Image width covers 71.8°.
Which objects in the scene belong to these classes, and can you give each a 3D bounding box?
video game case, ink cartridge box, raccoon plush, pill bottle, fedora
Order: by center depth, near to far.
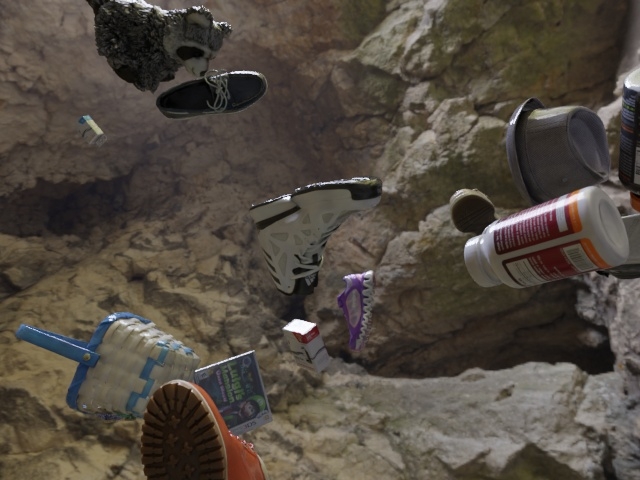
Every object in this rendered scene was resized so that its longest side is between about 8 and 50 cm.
[{"bbox_3d":[0.245,0.005,0.496,0.086,0.152,0.085,15,-116,-34],"label":"pill bottle"},{"bbox_3d":[0.576,-0.161,0.738,0.130,0.131,0.245,-65,-38,-46],"label":"pill bottle"},{"bbox_3d":[0.486,-0.169,0.876,0.276,0.124,0.243,33,-114,-34],"label":"fedora"},{"bbox_3d":[-0.225,0.400,1.126,0.173,0.022,0.190,-14,-94,-28],"label":"video game case"},{"bbox_3d":[-0.450,-0.609,1.147,0.446,0.299,0.216,54,-158,-19],"label":"raccoon plush"},{"bbox_3d":[-0.040,0.302,1.265,0.056,0.099,0.135,-33,-68,-36],"label":"ink cartridge box"},{"bbox_3d":[-0.676,-0.318,1.302,0.083,0.048,0.028,51,-156,-8],"label":"ink cartridge box"}]

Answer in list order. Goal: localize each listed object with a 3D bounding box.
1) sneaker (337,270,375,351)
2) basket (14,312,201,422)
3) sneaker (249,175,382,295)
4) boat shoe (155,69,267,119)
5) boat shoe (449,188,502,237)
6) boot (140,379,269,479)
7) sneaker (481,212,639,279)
[{"bbox_3d":[0.097,0.199,1.279,0.095,0.105,0.236,60,-144,-68],"label":"sneaker"},{"bbox_3d":[-0.416,0.244,0.886,0.254,0.289,0.200,69,-137,-67],"label":"basket"},{"bbox_3d":[0.001,0.000,1.074,0.169,0.448,0.257,-15,-88,-38],"label":"sneaker"},{"bbox_3d":[-0.248,-0.337,1.014,0.079,0.255,0.095,-118,19,-79],"label":"boat shoe"},{"bbox_3d":[0.414,-0.083,1.197,0.302,0.109,0.098,19,-138,-50],"label":"boat shoe"},{"bbox_3d":[-0.081,0.170,0.339,0.084,0.059,0.157,-54,-53,-77],"label":"boot"},{"bbox_3d":[0.429,0.017,0.734,0.147,0.296,0.104,36,-124,-60],"label":"sneaker"}]
